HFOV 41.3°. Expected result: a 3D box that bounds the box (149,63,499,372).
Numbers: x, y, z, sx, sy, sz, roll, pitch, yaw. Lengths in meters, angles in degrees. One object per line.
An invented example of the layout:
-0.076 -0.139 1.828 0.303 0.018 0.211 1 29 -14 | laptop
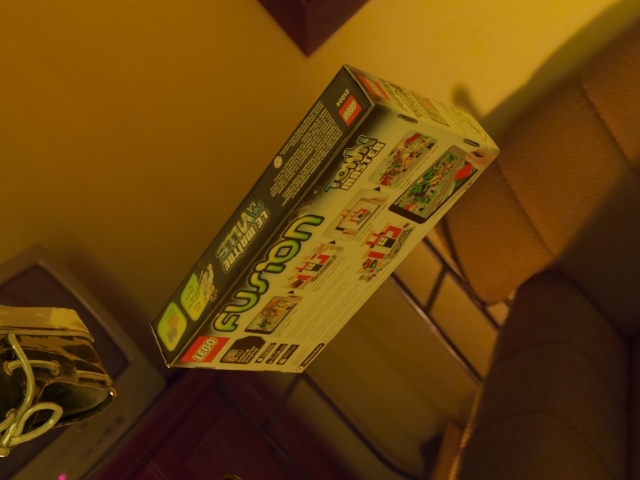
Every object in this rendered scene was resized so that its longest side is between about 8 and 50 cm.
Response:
0.000 0.000 0.505 0.114 0.036 0.207 12 -53 -44 | box

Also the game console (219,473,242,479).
-0.040 0.354 0.770 0.250 0.173 0.293 -49 -26 -36 | game console

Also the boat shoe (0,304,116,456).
-0.257 0.119 0.643 0.113 0.105 0.306 -40 -13 5 | boat shoe
